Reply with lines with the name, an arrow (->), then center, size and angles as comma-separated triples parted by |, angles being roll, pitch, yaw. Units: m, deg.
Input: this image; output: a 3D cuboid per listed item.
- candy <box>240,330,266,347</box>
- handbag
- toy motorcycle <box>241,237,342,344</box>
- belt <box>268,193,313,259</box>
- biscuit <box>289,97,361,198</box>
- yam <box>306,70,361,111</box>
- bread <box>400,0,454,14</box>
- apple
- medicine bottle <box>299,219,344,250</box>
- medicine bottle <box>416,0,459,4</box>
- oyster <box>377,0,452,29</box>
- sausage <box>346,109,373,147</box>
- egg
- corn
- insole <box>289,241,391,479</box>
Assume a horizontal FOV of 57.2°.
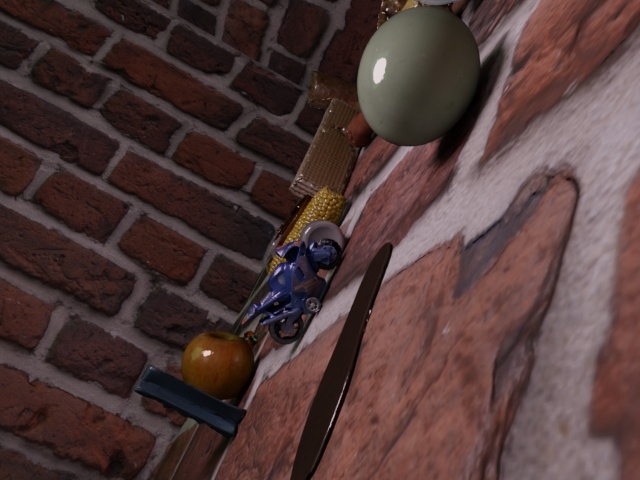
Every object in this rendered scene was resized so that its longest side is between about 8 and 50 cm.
candy -> -0.182, 0.268, 1.630 | 0.184, 0.049, 0.056 | -32, 36, 60
handbag -> -0.271, 0.335, 1.196 | 0.144, 0.221, 0.057 | -48, 17, 59
toy motorcycle -> -0.047, 0.076, 1.019 | 0.205, 0.114, 0.076 | -61, 7, -6
belt -> -0.050, -0.012, 1.480 | 0.184, 0.105, 0.261 | -62, 10, -22
biscuit -> 0.039, -0.252, 1.652 | 0.078, 0.144, 0.426 | -57, 10, 45
yam -> 0.071, -0.475, 1.954 | 0.128, 0.238, 0.129 | -78, 10, -47
bread -> 0.213, -0.450, 1.254 | 0.140, 0.106, 0.236 | -58, 8, 21
apple -> -0.242, 0.298, 1.383 | 0.182, 0.182, 0.155 | -146, 67, -84
medicine bottle -> 0.000, 0.000, 1.126 | 0.080, 0.080, 0.130 | -61, 6, 1
medicine bottle -> 0.235, -0.585, 1.094 | 0.245, 0.245, 0.290 | -56, 11, 41
oyster -> 0.251, -0.608, 1.406 | 0.111, 0.204, 0.396 | 36, 102, 46
sausage -> 0.125, -0.300, 1.458 | 0.078, 0.078, 0.304 | -63, 8, -15
egg -> 0.122, -0.204, 0.735 | 0.149, 0.149, 0.192 | -51, 15, 57
corn -> -0.030, 0.000, 1.310 | 0.091, 0.091, 0.260 | 6, -59, -52
insole -> 0.027, 0.132, 0.687 | 0.111, 0.007, 0.328 | -50, 13, 55
